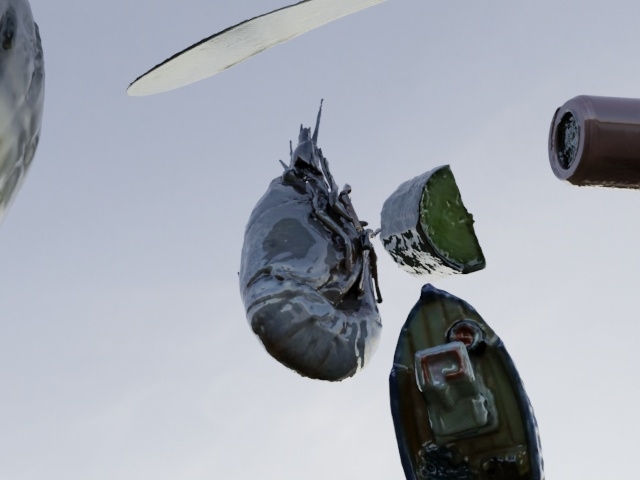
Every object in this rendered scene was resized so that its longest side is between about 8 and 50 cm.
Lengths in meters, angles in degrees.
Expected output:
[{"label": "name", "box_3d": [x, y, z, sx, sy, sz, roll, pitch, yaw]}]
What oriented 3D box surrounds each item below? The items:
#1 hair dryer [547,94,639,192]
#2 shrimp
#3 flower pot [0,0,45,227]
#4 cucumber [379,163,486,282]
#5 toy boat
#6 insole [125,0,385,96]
[{"label": "hair dryer", "box_3d": [0.432, -0.045, 1.466, 0.210, 0.352, 0.125, 3, -45, -13]}, {"label": "shrimp", "box_3d": [-0.003, -0.005, 1.102, 0.145, 0.343, 0.116, 8, -48, -10]}, {"label": "flower pot", "box_3d": [-0.291, -0.059, 0.560, 0.301, 0.213, 0.302, -4, -37, -3]}, {"label": "cucumber", "box_3d": [0.111, -0.009, 1.213, 0.062, 0.116, 0.115, -24, 1, -19]}, {"label": "toy boat", "box_3d": [0.117, 0.159, 0.941, 0.114, 0.262, 0.115, -16, -8, 10]}, {"label": "insole", "box_3d": [-0.028, -0.193, 1.057, 0.322, 0.007, 0.109, -24, -6, -18]}]
